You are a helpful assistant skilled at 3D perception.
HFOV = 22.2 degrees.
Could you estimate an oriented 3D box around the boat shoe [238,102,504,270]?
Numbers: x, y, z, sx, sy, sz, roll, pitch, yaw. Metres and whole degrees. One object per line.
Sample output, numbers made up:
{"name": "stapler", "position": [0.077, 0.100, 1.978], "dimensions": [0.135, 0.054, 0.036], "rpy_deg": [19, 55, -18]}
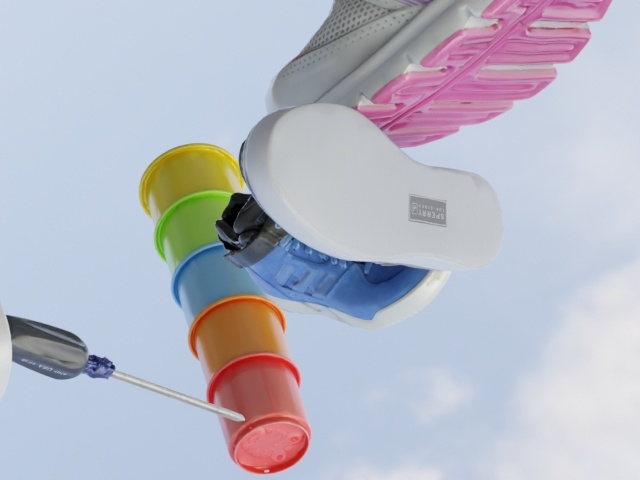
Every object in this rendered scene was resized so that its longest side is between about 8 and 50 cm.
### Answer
{"name": "boat shoe", "position": [0.013, -0.013, 0.569], "dimensions": [0.040, 0.142, 0.049], "rpy_deg": [-2, -102, 36]}

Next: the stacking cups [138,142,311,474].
{"name": "stacking cups", "position": [-0.080, 0.050, 1.302], "dimensions": [0.096, 0.096, 0.316], "rpy_deg": [-21, -139, 3]}

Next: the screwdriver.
{"name": "screwdriver", "position": [-0.094, 0.066, 0.814], "dimensions": [0.025, 0.170, 0.024], "rpy_deg": [-55, -136, 16]}

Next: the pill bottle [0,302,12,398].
{"name": "pill bottle", "position": [-0.204, 0.051, 0.684], "dimensions": [0.078, 0.078, 0.137], "rpy_deg": [20, -163, 41]}

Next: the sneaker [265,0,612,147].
{"name": "sneaker", "position": [0.061, -0.131, 0.585], "dimensions": [0.252, 0.103, 0.111], "rpy_deg": [-47, -112, 22]}

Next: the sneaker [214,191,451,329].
{"name": "sneaker", "position": [-0.001, 0.001, 0.893], "dimensions": [0.152, 0.084, 0.058], "rpy_deg": [3, -126, 54]}
